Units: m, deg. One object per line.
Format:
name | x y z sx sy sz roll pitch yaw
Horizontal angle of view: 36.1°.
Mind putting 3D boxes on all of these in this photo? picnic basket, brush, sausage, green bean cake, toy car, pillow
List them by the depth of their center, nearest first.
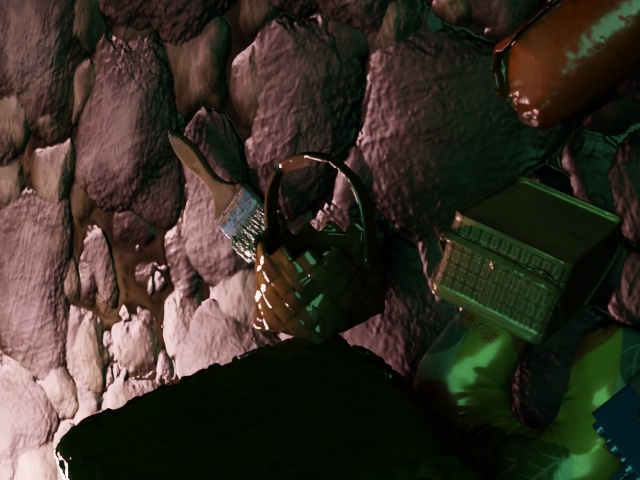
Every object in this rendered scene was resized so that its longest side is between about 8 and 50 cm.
toy car | 0.278 0.191 0.781 0.100 0.191 0.097 -41 39 10
sausage | 0.282 -0.213 0.795 0.330 0.102 0.102 -39 75 29
picnic basket | 0.181 0.013 0.850 0.115 0.164 0.080 28 119 26
green bean cake | -0.045 0.251 0.875 0.335 0.319 0.218 32 136 61
pillow | 0.192 0.165 0.917 0.233 0.086 0.214 15 94 33
picnic basket | 0.000 0.000 0.978 0.128 0.137 0.179 2 103 33
brush | -0.117 -0.061 1.117 0.196 0.021 0.070 47 116 20
